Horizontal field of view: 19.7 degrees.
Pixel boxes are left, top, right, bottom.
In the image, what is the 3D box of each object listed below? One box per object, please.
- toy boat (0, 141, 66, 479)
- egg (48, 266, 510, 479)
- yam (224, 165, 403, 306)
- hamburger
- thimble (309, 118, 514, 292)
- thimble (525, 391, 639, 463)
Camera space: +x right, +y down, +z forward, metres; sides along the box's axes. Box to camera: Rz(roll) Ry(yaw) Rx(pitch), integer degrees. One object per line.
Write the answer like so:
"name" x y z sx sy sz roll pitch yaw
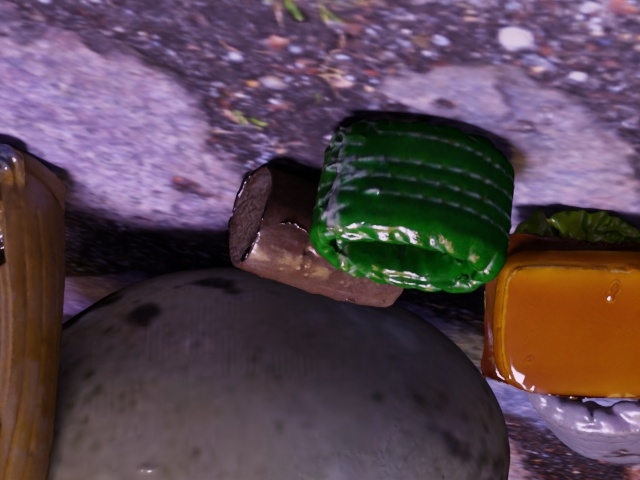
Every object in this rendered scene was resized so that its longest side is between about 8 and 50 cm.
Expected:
"toy boat" -0.253 0.088 1.331 0.121 0.321 0.089 12 168 -40
"egg" -0.061 0.191 1.483 0.428 0.345 0.345 -6 160 2
"yam" 0.001 -0.001 1.309 0.127 0.084 0.084 16 160 -21
"hamburger" 0.198 0.045 1.293 0.166 0.137 0.087 6 -163 8
"thimble" 0.058 -0.022 1.202 0.130 0.090 0.118 20 160 -25
"thimble" 0.229 0.098 1.395 0.151 0.127 0.118 -10 158 15
